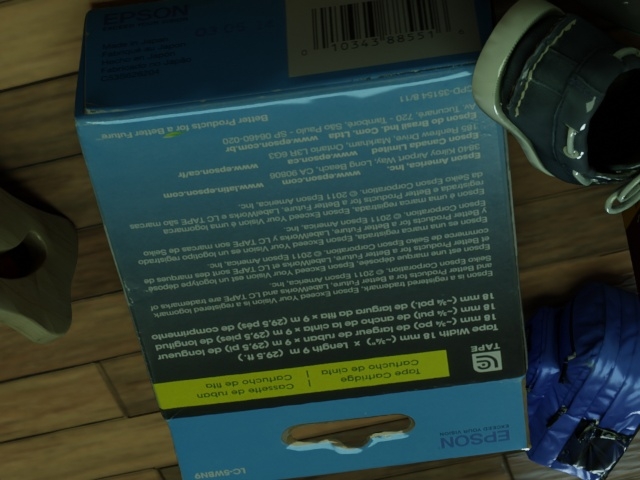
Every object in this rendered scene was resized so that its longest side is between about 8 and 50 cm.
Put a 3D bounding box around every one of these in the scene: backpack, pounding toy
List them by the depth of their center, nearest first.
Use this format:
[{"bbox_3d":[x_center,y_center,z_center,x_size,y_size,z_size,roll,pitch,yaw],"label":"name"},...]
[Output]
[{"bbox_3d":[-0.284,-0.005,1.184,0.155,0.154,0.269,-26,149,22],"label":"pounding toy"},{"bbox_3d":[0.181,0.090,1.318,0.101,0.098,0.120,19,132,-15],"label":"backpack"}]

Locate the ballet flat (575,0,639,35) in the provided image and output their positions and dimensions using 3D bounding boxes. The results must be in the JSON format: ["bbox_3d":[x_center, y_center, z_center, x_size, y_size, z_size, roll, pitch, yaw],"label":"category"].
[{"bbox_3d":[0.148,-0.175,1.042,0.280,0.095,0.096,17,161,-19],"label":"ballet flat"}]

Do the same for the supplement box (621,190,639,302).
[{"bbox_3d":[0.289,-0.001,1.162,0.129,0.194,0.191,13,133,-15],"label":"supplement box"}]

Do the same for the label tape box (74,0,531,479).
[{"bbox_3d":[0.000,0.000,1.213,0.240,0.106,0.334,-7,135,3],"label":"label tape box"}]

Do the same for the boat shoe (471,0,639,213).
[{"bbox_3d":[0.166,-0.071,1.099,0.095,0.079,0.254,-56,154,1],"label":"boat shoe"}]
